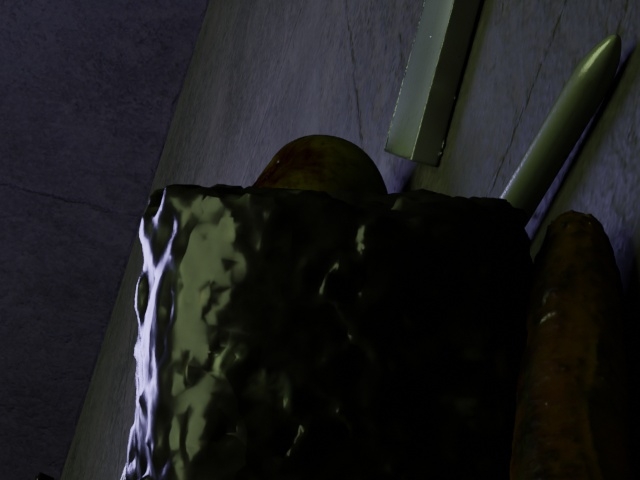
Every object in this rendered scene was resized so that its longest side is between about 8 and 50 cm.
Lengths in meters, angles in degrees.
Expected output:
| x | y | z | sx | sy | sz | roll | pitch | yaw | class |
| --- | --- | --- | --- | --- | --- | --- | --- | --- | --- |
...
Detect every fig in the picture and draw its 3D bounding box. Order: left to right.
| x | y | z | sx | sy | sz | roll | pitch | yaw | class |
| --- | --- | --- | --- | --- | --- | --- | --- | --- | --- |
| -0.009 | -0.007 | 1.515 | 0.136 | 0.121 | 0.153 | -104 | 30 | -70 | fig |

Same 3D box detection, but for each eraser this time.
| x | y | z | sx | sy | sz | roll | pitch | yaw | class |
| --- | --- | --- | --- | --- | --- | --- | --- | --- | --- |
| 0.085 | -0.131 | 1.462 | 0.104 | 0.023 | 0.150 | -144 | 69 | -79 | eraser |

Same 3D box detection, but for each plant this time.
| x | y | z | sx | sy | sz | roll | pitch | yaw | class |
| --- | --- | --- | --- | --- | --- | --- | --- | --- | --- |
| 0.002 | 0.124 | 1.036 | 0.215 | 0.213 | 0.312 | -153 | 68 | -78 | plant |

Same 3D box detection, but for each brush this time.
| x | y | z | sx | sy | sz | roll | pitch | yaw | class |
| --- | --- | --- | --- | --- | --- | --- | --- | --- | --- |
| 0.105 | -0.012 | 1.154 | 0.042 | 0.039 | 0.299 | -85 | 15 | -47 | brush |

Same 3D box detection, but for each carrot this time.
| x | y | z | sx | sy | sz | roll | pitch | yaw | class |
| --- | --- | --- | --- | --- | --- | --- | --- | --- | --- |
| 0.112 | 0.095 | 0.894 | 0.066 | 0.066 | 0.314 | 115 | 166 | -45 | carrot |

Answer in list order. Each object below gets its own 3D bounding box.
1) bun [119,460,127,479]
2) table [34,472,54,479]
| x | y | z | sx | sy | sz | roll | pitch | yaw | class |
| --- | --- | --- | --- | --- | --- | --- | --- | --- | --- |
| -0.116 | 0.217 | 1.766 | 0.193 | 0.128 | 0.178 | -91 | 17 | -62 | bun |
| -0.160 | 0.341 | 1.495 | 0.249 | 0.317 | 0.317 | -63 | 7 | -15 | table |
